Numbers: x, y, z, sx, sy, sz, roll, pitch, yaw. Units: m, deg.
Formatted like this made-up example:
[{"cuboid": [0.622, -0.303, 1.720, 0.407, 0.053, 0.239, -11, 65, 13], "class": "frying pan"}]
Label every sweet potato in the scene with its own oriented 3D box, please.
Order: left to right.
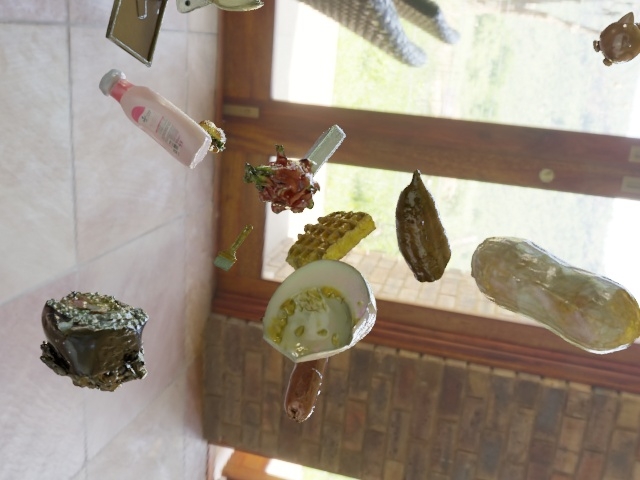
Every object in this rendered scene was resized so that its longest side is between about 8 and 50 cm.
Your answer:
[{"cuboid": [0.294, -0.037, 1.951, 0.158, 0.158, 0.369, -66, 142, -47], "class": "sweet potato"}]

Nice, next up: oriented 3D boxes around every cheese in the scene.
[{"cuboid": [-0.282, -0.667, 1.774, 0.050, 0.235, 0.127, -52, 126, -75], "class": "cheese"}]

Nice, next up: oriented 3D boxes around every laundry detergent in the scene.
[{"cuboid": [-0.459, -0.343, 1.800, 0.088, 0.335, 0.159, -52, 180, -39], "class": "laundry detergent"}]

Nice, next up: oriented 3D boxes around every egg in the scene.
[{"cuboid": [0.021, 0.165, 1.462, 0.162, 0.271, 0.206, 49, 32, -43], "class": "egg"}]

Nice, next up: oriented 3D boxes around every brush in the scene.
[{"cuboid": [-0.330, 0.021, 2.529, 0.218, 0.082, 0.010, -56, 154, -23], "class": "brush"}]

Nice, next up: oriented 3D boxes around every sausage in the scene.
[{"cuboid": [-0.009, 0.258, 1.636, 0.433, 0.088, 0.088, -74, 165, -44], "class": "sausage"}]

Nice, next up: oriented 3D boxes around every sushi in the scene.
[{"cuboid": [-0.517, 0.240, 1.461, 0.225, 0.238, 0.218, 0, 118, -41], "class": "sushi"}]

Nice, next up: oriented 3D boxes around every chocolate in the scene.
[{"cuboid": [0.387, 0.086, 1.104, 0.134, 0.309, 0.134, -30, 136, -34], "class": "chocolate"}]

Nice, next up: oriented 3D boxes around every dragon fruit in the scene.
[{"cuboid": [-0.096, -0.147, 1.543, 0.236, 0.135, 0.137, 28, 50, -40], "class": "dragon fruit"}]

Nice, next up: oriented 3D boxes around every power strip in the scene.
[{"cuboid": [-0.008, -0.241, 1.849, 0.052, 0.078, 0.272, 47, 44, -12], "class": "power strip"}]

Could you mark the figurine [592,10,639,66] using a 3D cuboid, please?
[{"cuboid": [0.860, -0.568, 1.861, 0.138, 0.125, 0.125, -35, -156, 42], "class": "figurine"}]

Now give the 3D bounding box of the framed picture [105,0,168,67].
[{"cuboid": [-0.437, -0.581, 1.602, 0.189, 0.023, 0.260, 22, 81, -72], "class": "framed picture"}]

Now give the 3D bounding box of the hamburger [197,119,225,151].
[{"cuboid": [-0.398, -0.378, 2.369, 0.087, 0.137, 0.166, -53, -179, 0], "class": "hamburger"}]

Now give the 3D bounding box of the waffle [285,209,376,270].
[{"cuboid": [0.000, 0.001, 1.703, 0.229, 0.219, 0.057, -39, 115, -21], "class": "waffle"}]
